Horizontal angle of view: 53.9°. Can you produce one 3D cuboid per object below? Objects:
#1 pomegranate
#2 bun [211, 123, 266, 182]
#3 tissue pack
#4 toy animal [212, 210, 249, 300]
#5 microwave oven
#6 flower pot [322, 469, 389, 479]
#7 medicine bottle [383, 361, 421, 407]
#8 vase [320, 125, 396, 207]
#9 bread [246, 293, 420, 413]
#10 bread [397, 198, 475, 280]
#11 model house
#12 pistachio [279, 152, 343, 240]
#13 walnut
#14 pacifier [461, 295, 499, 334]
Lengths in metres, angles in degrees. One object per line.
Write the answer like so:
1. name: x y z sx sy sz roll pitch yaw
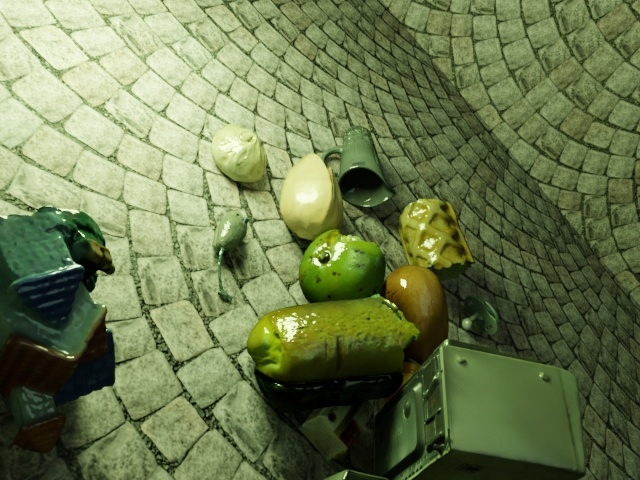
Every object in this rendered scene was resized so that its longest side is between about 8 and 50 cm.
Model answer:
1. pomegranate: 0.077 0.096 1.675 0.301 0.235 0.236 26 40 -58
2. bun: -0.214 -0.252 1.765 0.183 0.102 0.183 28 43 -30
3. tissue pack: 0.042 0.412 1.461 0.106 0.099 0.148 48 38 0
4. toy animal: -0.229 0.020 1.554 0.079 0.070 0.253 16 50 -14
5. microwave oven: 0.317 0.415 1.341 0.332 0.394 0.247 14 51 -10
6. flower pot: 0.047 0.591 1.246 0.209 0.189 0.239 -9 68 -48
7. medicine bottle: 0.216 0.416 1.634 0.096 0.096 0.192 39 39 -14
8. vase: 0.118 -0.260 2.084 0.250 0.156 0.301 9 42 -8
9. bread: 0.026 0.244 1.427 0.376 0.209 0.251 -4 31 -24
10. bread: 0.372 0.006 2.051 0.195 0.238 0.252 -14 70 -9
11. model house: -0.435 0.161 1.042 0.251 0.295 0.329 -9 63 -43
12. pistachio: -0.019 -0.121 1.780 0.187 0.187 0.299 27 39 -26
13. walnut: 0.260 0.210 1.773 0.203 0.203 0.298 17 53 -35
14. pacifier: 0.516 0.255 2.069 0.116 0.126 0.150 -30 88 -28
